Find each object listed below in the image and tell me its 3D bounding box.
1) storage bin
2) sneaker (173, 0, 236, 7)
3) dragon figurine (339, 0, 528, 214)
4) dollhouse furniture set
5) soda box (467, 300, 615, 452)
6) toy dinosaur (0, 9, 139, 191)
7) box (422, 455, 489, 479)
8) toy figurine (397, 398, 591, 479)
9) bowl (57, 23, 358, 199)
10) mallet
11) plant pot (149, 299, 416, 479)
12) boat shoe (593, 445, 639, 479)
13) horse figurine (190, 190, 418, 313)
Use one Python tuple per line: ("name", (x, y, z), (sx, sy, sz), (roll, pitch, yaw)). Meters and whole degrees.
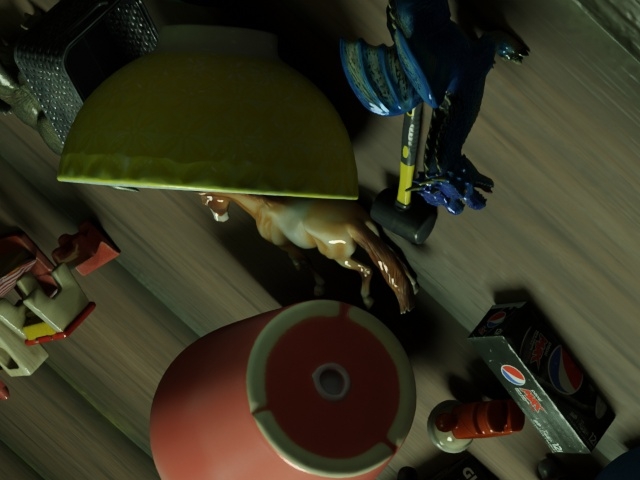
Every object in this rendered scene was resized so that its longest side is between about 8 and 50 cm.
("storage bin", (-0.227, -0.165, 1.705), (0.084, 0.122, 0.180), (13, 140, 41))
("sneaker", (-0.115, -0.289, 1.405), (0.121, 0.108, 0.302), (20, 168, 2))
("dragon figurine", (0.076, -0.155, 1.329), (0.085, 0.144, 0.289), (-4, 128, 52))
("dollhouse furniture set", (-0.381, 0.093, 2.185), (0.374, 0.201, 0.152), (-13, 120, 49))
("soda box", (0.227, 0.141, 1.648), (0.169, 0.053, 0.060), (52, 149, -19))
("toy dinosaur", (-0.311, -0.161, 1.856), (0.314, 0.121, 0.160), (32, 162, 8))
("box", (0.193, 0.435, 2.015), (0.293, 0.073, 0.295), (52, 151, 6))
("toy figurine", (0.173, 0.293, 1.760), (0.209, 0.213, 0.148), (44, 154, -11))
("bowl", (-0.102, -0.123, 1.544), (0.289, 0.289, 0.156), (6, 93, 47))
("mallet", (0.092, -0.067, 1.551), (0.062, 0.039, 0.189), (34, 147, 16))
("plant pot", (-0.028, 0.189, 1.792), (0.275, 0.275, 0.243), (43, 152, -3))
("boat shoe", (0.370, 0.255, 1.580), (0.089, 0.109, 0.258), (47, 153, -17))
("horse figurine", (0.000, 0.000, 1.720), (0.263, 0.066, 0.174), (14, 147, 44))
